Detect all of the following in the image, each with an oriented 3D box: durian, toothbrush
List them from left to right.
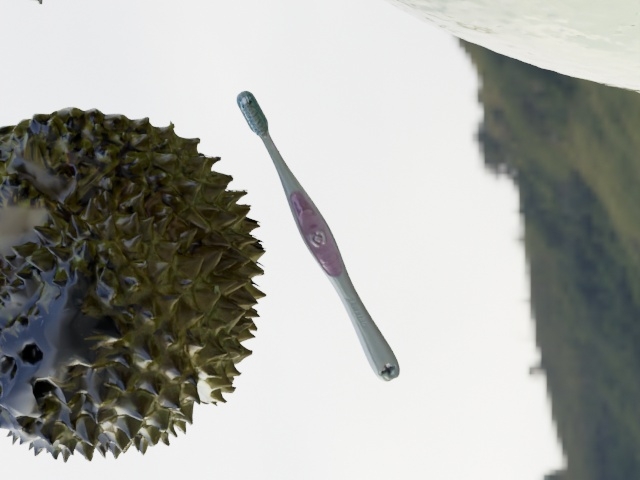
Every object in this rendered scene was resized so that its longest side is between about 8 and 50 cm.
[{"bbox_3d":[-0.138,0.029,1.047,0.237,0.193,0.138,41,-151,-24],"label":"durian"},{"bbox_3d":[0.000,0.000,1.072,0.204,0.017,0.022,62,-175,-25],"label":"toothbrush"}]

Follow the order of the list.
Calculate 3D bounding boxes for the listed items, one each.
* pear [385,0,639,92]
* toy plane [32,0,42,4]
[{"bbox_3d":[0.055,-0.238,0.746,0.399,0.165,0.399,-4,-90,-89],"label":"pear"},{"bbox_3d":[-0.242,-0.255,1.371,0.234,0.082,0.160,-20,-83,-82],"label":"toy plane"}]
